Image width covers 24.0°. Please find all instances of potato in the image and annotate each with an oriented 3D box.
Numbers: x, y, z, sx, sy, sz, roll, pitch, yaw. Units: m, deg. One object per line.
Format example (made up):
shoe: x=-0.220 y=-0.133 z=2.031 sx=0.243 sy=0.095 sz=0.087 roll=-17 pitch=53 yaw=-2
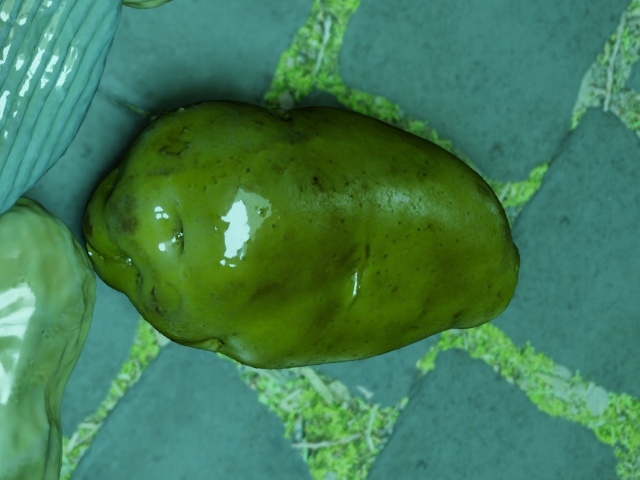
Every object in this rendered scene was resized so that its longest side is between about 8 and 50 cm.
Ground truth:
potato: x=0.000 y=0.000 z=1.186 sx=0.369 sy=0.176 sz=0.195 roll=5 pitch=70 yaw=-28

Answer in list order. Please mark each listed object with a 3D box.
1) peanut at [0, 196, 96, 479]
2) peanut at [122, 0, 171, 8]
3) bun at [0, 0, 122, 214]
peanut: x=-0.252 y=0.120 z=1.097 sx=0.152 sy=0.152 sz=0.313 roll=19 pitch=89 yaw=-25
peanut: x=-0.140 y=-0.287 z=1.092 sx=0.110 sy=0.120 sz=0.236 roll=-11 pitch=108 yaw=1
bun: x=-0.290 y=-0.158 z=0.970 sx=0.362 sy=0.211 sz=0.361 roll=-36 pitch=141 yaw=-36
